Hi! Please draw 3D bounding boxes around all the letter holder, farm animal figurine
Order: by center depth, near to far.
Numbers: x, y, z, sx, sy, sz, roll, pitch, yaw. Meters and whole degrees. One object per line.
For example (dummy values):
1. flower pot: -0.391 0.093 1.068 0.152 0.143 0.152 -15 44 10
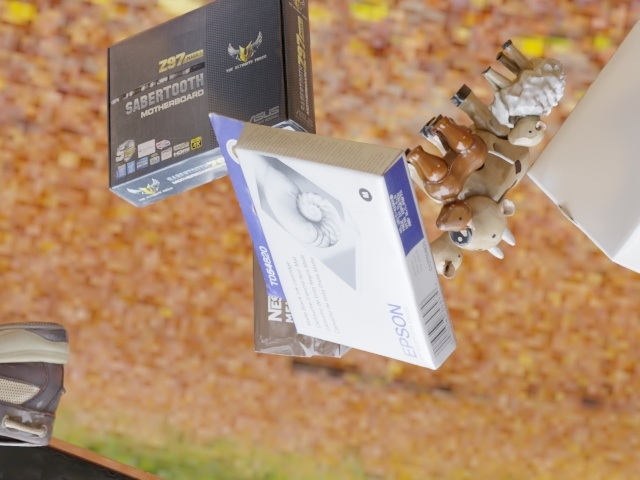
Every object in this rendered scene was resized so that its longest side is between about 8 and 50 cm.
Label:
1. letter holder: -0.280 0.313 2.239 0.302 0.152 0.214 22 177 -10
2. farm animal figurine: 0.162 -0.047 2.420 0.172 0.327 0.330 42 143 -3

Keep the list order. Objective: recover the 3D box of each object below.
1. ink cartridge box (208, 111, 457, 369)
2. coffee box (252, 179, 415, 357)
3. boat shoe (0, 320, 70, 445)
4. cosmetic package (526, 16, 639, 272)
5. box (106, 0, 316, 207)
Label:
1. ink cartridge box: 0.000 0.000 1.769 0.224 0.045 0.223 13 135 37
2. coffee box: 0.018 0.023 2.089 0.098 0.141 0.246 4 -167 20
3. boat shoe: -0.354 0.140 1.679 0.355 0.130 0.132 -2 174 -44
4. cosmetic package: 0.415 -0.148 2.135 0.155 0.365 0.197 21 -157 -38
5. box: -0.118 -0.156 2.079 0.232 0.183 0.059 -18 148 26
